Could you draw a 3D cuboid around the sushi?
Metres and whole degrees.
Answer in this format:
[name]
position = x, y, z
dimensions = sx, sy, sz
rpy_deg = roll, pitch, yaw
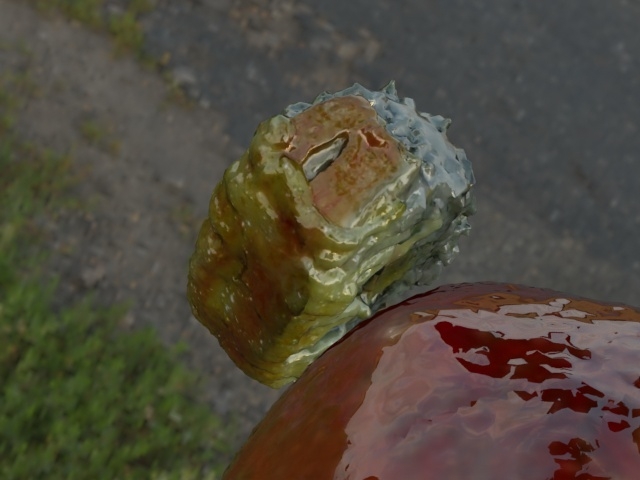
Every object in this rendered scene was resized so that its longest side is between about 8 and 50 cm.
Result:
[sushi]
position = 0.000, 0.000, 1.311
dimensions = 0.184, 0.274, 0.139
rpy_deg = -29, 74, -36

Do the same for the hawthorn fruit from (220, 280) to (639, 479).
[hawthorn fruit]
position = 0.078, 0.133, 0.678
dimensions = 0.254, 0.254, 0.300
rpy_deg = 30, 29, 2
